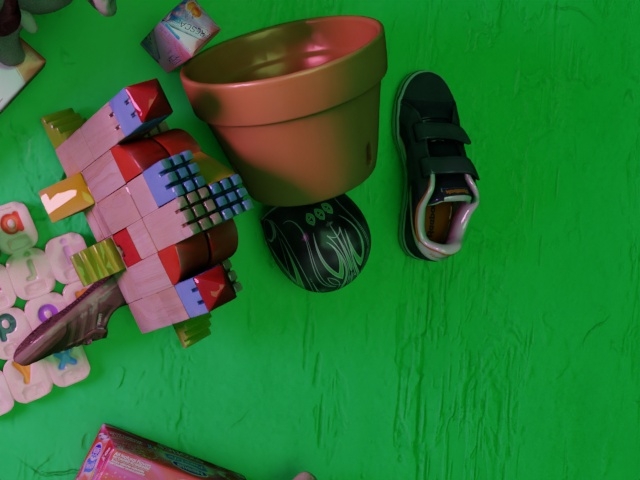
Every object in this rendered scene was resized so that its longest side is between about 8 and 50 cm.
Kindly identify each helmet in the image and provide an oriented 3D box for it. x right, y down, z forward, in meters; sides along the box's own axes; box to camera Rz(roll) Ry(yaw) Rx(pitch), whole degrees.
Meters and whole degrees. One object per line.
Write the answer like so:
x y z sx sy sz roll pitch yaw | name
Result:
0.000 0.000 1.244 0.169 0.169 0.161 -33 89 -16 | helmet

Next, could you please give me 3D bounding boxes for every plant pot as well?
-0.033 -0.183 1.159 0.290 0.291 0.203 -25 120 -18 | plant pot

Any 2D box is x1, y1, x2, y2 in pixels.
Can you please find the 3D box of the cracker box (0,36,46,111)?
-0.502 -0.206 1.063 0.155 0.067 0.232 42 80 -19 | cracker box

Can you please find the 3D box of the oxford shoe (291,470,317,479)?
0.019 0.554 1.308 0.146 0.140 0.397 -55 137 -50 | oxford shoe

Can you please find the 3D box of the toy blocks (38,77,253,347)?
-0.204 -0.042 1.061 0.190 0.261 0.381 -28 95 -40 | toy blocks

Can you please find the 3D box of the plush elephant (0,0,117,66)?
-0.407 -0.303 0.946 0.255 0.272 0.330 0 130 -54 | plush elephant

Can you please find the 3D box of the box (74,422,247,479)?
-0.227 0.385 1.195 0.257 0.128 0.123 28 84 -21 | box

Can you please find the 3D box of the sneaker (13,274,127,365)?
-0.340 0.125 1.137 0.188 0.066 0.071 -40 109 -14 | sneaker

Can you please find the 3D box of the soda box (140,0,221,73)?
-0.198 -0.283 1.116 0.058 0.183 0.063 -46 108 -12 | soda box

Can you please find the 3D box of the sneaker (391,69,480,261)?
0.197 -0.124 1.325 0.126 0.127 0.321 -5 95 -20 | sneaker

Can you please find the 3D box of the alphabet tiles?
-0.452 0.100 1.136 0.284 0.021 0.278 -23 103 -19 | alphabet tiles
